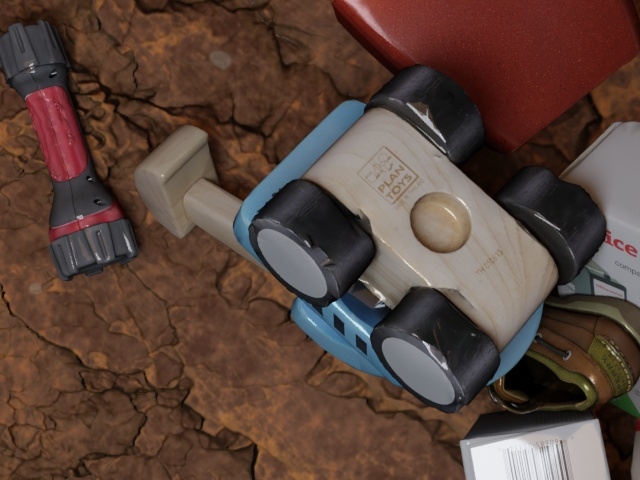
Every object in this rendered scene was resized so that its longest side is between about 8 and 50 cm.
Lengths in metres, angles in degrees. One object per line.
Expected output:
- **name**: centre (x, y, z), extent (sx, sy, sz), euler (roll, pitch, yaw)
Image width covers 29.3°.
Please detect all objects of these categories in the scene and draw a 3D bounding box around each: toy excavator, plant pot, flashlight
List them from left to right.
- **flashlight**: centre (-0.308, -0.109, 1.448), extent (0.103, 0.103, 0.304), euler (-21, 87, 42)
- **toy excavator**: centre (0.000, 0.000, 1.241), extent (0.433, 0.445, 0.222), euler (42, 66, 3)
- **plant pot**: centre (0.190, -0.237, 1.304), extent (0.267, 0.267, 0.236), euler (-38, 93, 6)

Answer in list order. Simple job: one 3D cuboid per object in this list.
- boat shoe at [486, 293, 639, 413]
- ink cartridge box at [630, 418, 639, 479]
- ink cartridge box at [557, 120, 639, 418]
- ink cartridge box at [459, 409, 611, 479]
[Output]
- **boat shoe**: centre (0.204, 0.115, 1.243), extent (0.104, 0.307, 0.111), euler (-40, 100, -23)
- **ink cartridge box**: centre (0.414, 0.209, 1.264), extent (0.181, 0.056, 0.225), euler (-9, 64, 23)
- **ink cartridge box**: centre (0.345, 0.053, 1.192), extent (0.211, 0.289, 0.121), euler (29, 59, 37)
- **ink cartridge box**: centre (0.234, 0.308, 1.219), extent (0.130, 0.309, 0.272), euler (-10, 85, 10)
